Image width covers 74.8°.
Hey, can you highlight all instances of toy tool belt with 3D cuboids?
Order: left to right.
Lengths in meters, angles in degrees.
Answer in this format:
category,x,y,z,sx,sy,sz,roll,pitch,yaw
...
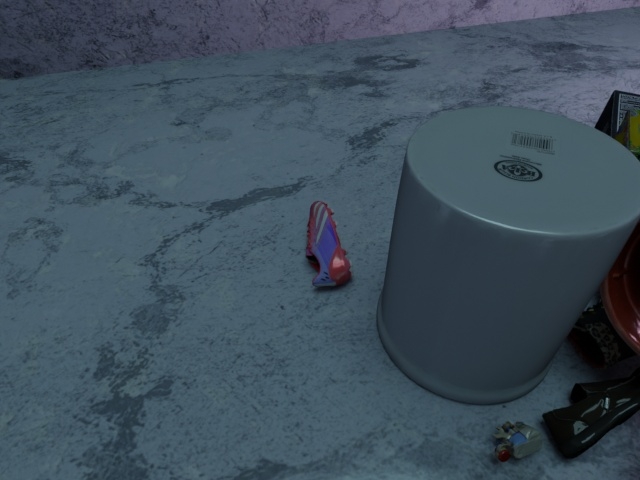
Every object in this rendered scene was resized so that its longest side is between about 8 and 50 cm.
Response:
category,x,y,z,sx,sy,sz,roll,pitch,yaw
toy tool belt,0.293,0.306,0.644,0.083,0.052,0.051,-13,14,-15

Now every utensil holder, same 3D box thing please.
category,x,y,z,sx,sy,sz,roll,pitch,yaw
utensil holder,0.267,0.029,0.682,0.327,0.385,0.327,-1,45,1

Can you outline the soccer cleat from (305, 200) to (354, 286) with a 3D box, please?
category,x,y,z,sx,sy,sz,roll,pitch,yaw
soccer cleat,0.000,0.000,0.942,0.095,0.083,0.248,-15,48,-6

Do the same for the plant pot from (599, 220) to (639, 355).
category,x,y,z,sx,sy,sz,roll,pitch,yaw
plant pot,0.605,0.049,0.618,0.265,0.272,0.272,-10,39,-43

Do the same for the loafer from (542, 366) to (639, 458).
category,x,y,z,sx,sy,sz,roll,pitch,yaw
loafer,0.445,0.252,0.663,0.220,0.080,0.078,-22,48,-19

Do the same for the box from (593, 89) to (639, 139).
category,x,y,z,sx,sy,sz,roll,pitch,yaw
box,0.850,-0.208,1.049,0.296,0.183,0.294,21,50,20

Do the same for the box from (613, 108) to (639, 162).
category,x,y,z,sx,sy,sz,roll,pitch,yaw
box,0.700,-0.067,0.832,0.279,0.290,0.177,19,48,21

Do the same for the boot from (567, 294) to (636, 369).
category,x,y,z,sx,sy,sz,roll,pitch,yaw
boot,0.531,0.112,0.782,0.178,0.085,0.236,-15,61,-11
